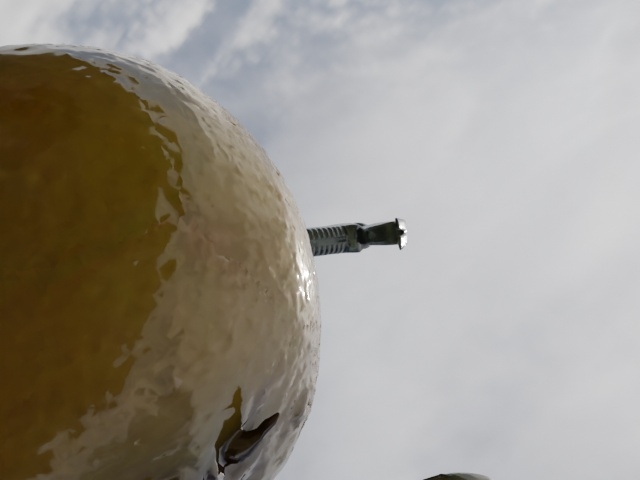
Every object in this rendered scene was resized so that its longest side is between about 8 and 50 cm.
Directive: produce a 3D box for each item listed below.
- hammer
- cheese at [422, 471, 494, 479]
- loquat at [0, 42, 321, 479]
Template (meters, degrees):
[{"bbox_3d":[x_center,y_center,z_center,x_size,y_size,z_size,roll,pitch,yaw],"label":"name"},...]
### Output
[{"bbox_3d":[0.000,0.000,1.608,0.159,0.226,0.041,175,-89,-65],"label":"hammer"},{"bbox_3d":[0.168,0.305,1.496,0.092,0.171,0.047,-13,-113,16],"label":"cheese"},{"bbox_3d":[-0.126,0.049,0.647,0.275,0.275,0.275,-27,-134,33],"label":"loquat"}]
